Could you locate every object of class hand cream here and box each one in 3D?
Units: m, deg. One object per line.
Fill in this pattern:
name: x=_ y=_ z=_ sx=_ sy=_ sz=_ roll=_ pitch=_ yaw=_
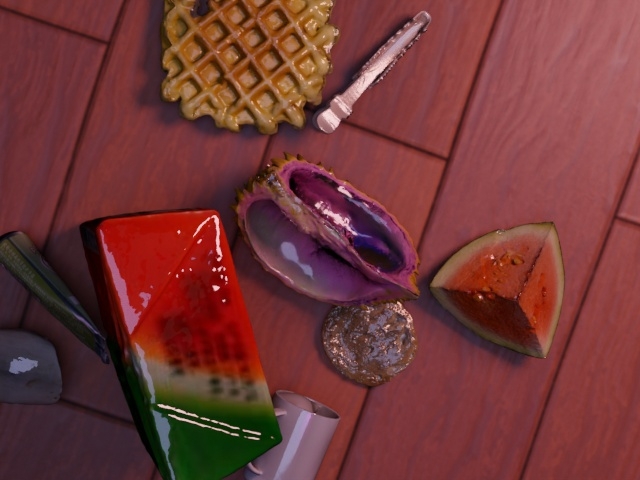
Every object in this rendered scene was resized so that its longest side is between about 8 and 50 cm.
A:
hand cream: x=-0.365 y=0.071 z=1.684 sx=0.055 sy=0.086 sz=0.235 roll=-40 pitch=71 yaw=-21

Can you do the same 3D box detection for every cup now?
cup: x=-0.056 y=0.279 z=1.711 sx=0.136 sy=0.099 sz=0.133 roll=21 pitch=95 yaw=-23

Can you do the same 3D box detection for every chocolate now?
chocolate: x=-0.188 y=0.121 z=1.583 sx=0.161 sy=0.360 sz=0.341 roll=-16 pitch=95 yaw=-13

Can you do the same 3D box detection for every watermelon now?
watermelon: x=0.247 y=0.066 z=1.718 sx=0.145 sy=0.137 sz=0.193 roll=5 pitch=95 yaw=33

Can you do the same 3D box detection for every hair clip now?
hair clip: x=0.069 y=-0.232 z=1.711 sx=0.034 sy=0.072 sz=0.226 roll=44 pitch=83 yaw=-10

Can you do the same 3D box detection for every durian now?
durian: x=-0.002 y=-0.001 z=1.688 sx=0.186 sy=0.154 sz=0.260 roll=-36 pitch=97 yaw=23

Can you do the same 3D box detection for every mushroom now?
mushroom: x=-0.466 y=0.173 z=1.703 sx=0.225 sy=0.093 sz=0.116 roll=7 pitch=115 yaw=-7

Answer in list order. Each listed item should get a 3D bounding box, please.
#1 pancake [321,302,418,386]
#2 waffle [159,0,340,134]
pancake: x=0.071 y=0.138 z=1.748 sx=0.140 sy=0.022 sz=0.139 roll=0 pitch=94 yaw=-1
waffle: x=-0.098 y=-0.278 z=1.697 sx=0.250 sy=0.056 sz=0.261 roll=6 pitch=89 yaw=-1
